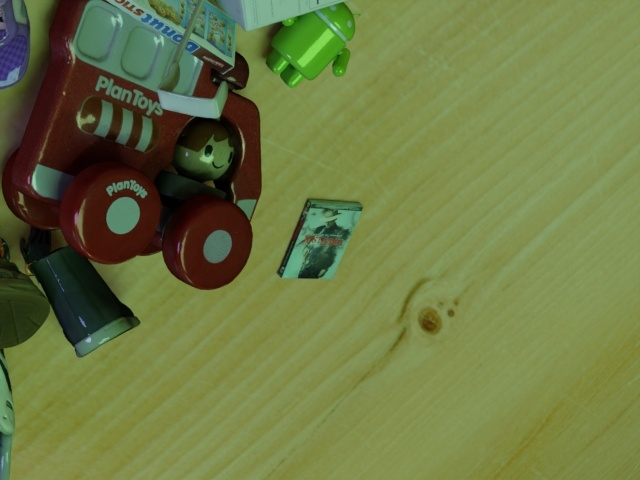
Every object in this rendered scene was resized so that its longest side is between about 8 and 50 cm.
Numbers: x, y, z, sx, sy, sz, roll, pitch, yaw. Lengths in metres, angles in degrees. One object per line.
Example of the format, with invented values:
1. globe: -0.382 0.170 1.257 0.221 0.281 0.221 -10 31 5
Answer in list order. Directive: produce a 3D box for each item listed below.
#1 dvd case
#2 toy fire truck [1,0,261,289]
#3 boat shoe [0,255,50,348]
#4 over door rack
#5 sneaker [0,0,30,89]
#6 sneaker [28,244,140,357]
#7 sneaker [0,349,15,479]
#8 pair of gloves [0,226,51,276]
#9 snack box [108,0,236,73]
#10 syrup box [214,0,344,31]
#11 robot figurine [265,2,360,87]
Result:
1. dvd case: 0.000 0.000 1.451 0.087 0.013 0.119 3 121 -36
2. toy fire truck: -0.174 -0.101 1.159 0.302 0.169 0.253 18 93 -43
3. boat shoe: -0.398 0.043 1.065 0.104 0.089 0.285 -49 146 12
4. over door rack: -0.138 -0.296 0.911 0.108 0.324 0.239 -4 139 5
5. sneaker: -0.310 -0.232 0.985 0.095 0.104 0.236 -20 134 -22
6. sneaker: -0.267 0.063 1.240 0.083 0.222 0.118 -30 91 -14
7. sneaker: -0.397 0.155 1.205 0.122 0.146 0.330 -21 132 -15
8. pair of gloves: -0.343 0.013 1.224 0.083 0.010 0.074 -7 127 -32
9. snack box: -0.156 -0.238 1.104 0.022 0.064 0.178 -25 141 36
10. syrup box: 0.003 -0.309 1.147 0.237 0.093 0.096 -22 133 -19
11. robot figurine: -0.009 -0.227 1.223 0.115 0.067 0.101 -46 117 6
